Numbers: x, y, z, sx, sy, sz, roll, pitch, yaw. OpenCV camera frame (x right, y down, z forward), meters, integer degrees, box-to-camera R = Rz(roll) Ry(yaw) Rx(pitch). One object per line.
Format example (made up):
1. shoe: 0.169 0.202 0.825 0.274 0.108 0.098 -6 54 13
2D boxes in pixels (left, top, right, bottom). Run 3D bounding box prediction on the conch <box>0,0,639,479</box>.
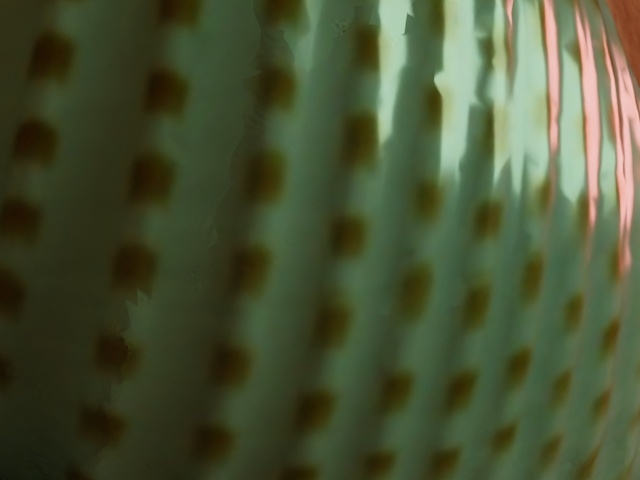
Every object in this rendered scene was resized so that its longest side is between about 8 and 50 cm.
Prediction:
1. conch: -0.013 0.009 0.563 0.319 0.215 0.303 44 -14 -8
